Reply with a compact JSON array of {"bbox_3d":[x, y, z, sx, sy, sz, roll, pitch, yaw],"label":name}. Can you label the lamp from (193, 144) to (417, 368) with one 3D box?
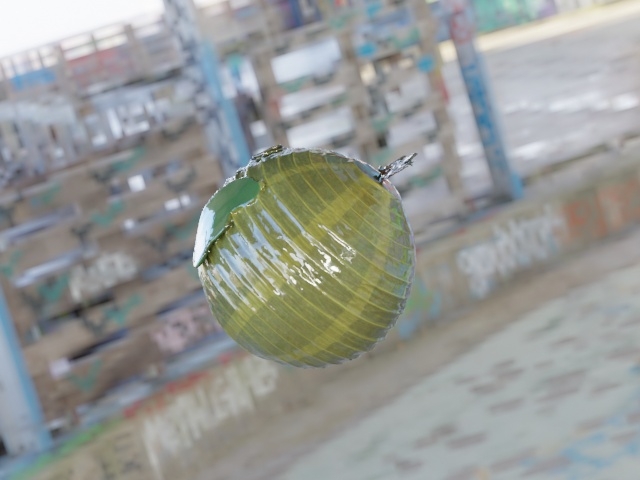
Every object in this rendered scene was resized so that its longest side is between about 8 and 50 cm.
[{"bbox_3d":[0.000,0.000,1.934,0.284,0.250,0.250,-47,1,17],"label":"lamp"}]
